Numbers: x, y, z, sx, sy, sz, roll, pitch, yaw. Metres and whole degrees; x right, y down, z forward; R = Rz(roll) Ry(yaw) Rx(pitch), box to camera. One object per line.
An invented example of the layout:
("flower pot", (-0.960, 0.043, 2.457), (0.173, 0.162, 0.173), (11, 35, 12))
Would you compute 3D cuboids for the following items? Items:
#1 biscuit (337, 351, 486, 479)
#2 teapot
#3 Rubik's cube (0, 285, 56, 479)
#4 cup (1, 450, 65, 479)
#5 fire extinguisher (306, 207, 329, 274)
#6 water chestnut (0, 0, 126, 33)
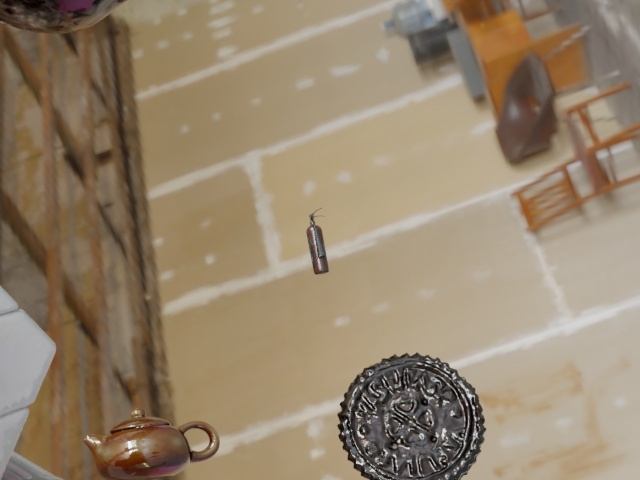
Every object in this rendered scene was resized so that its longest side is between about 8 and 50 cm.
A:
("biscuit", (0.116, 0.233, 1.410), (0.053, 0.194, 0.195), (94, 160, -66))
("teapot", (-0.308, 0.373, 2.040), (0.178, 0.252, 0.135), (150, 113, -65))
("Rubik's cube", (-0.512, 0.148, 1.088), (0.322, 0.315, 0.319), (61, -144, -46))
("cup", (-0.450, 0.335, 1.384), (0.221, 0.202, 0.167), (-3, -64, -60))
("fire extinguisher", (-0.006, 0.001, 1.688), (0.046, 0.032, 0.100), (4, -105, -75))
("water chestnut", (-0.287, -0.379, 1.020), (0.346, 0.335, 0.335), (23, -141, -40))
